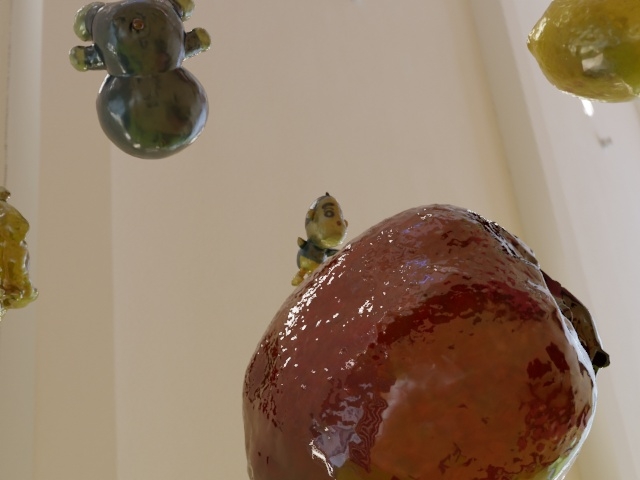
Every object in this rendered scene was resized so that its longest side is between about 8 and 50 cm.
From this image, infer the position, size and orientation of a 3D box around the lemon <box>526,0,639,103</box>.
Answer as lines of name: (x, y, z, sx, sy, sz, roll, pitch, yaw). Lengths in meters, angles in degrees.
lemon: (0.373, -0.256, 0.892, 0.170, 0.207, 0.170, -13, -75, -58)

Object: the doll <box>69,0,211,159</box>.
doll: (-0.278, -0.264, 1.147, 0.228, 0.154, 0.258, -14, -63, -16)

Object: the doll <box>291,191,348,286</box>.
doll: (0.000, 0.000, 1.267, 0.102, 0.089, 0.179, 15, -100, -37)

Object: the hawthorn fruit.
hawthorn fruit: (0.039, 0.093, 0.407, 0.251, 0.189, 0.189, -34, -80, -9)

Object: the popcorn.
popcorn: (-0.432, 0.033, 0.874, 0.156, 0.198, 0.197, -12, -99, -48)
